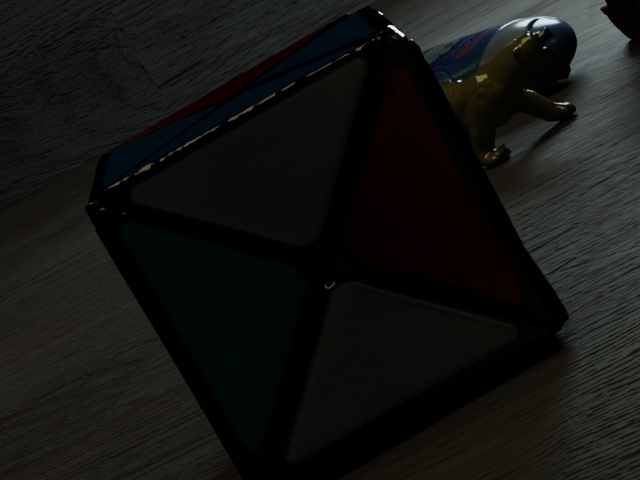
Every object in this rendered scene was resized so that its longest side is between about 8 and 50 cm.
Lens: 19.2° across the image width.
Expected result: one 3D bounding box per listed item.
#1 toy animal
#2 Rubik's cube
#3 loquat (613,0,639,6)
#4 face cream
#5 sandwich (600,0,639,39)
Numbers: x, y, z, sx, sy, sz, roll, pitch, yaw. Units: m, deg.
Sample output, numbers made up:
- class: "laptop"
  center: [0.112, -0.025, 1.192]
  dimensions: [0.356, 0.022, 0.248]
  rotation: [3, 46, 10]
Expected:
- class: "toy animal"
  center: [0.159, -0.133, 1.899]
  dimensions: [0.218, 0.101, 0.103]
  rotation: [-18, 15, 48]
- class: "Rubik's cube"
  center: [0.000, -0.001, 1.351]
  dimensions: [0.246, 0.250, 0.248]
  rotation: [-30, 9, 2]
- class: "loquat"
  center: [0.381, -0.310, 1.877]
  dimensions: [0.234, 0.176, 0.187]
  rotation: [-40, 43, 14]
- class: "face cream"
  center: [0.188, -0.193, 2.135]
  dimensions: [0.149, 0.083, 0.264]
  rotation: [-40, 15, -28]
- class: "sandwich"
  center: [0.320, -0.330, 2.016]
  dimensions: [0.122, 0.236, 0.128]
  rotation: [-44, 14, -6]
